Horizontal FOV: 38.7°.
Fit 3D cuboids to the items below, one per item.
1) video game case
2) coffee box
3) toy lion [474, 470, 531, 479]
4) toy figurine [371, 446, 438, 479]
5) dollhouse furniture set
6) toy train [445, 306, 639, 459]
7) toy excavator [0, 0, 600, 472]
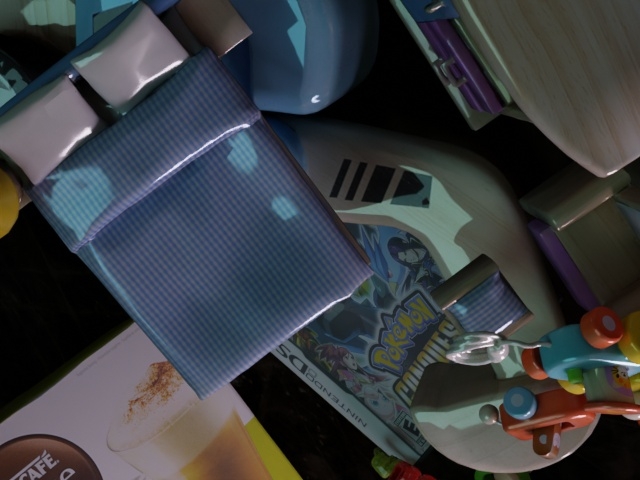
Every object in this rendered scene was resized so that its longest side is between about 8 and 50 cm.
[{"bbox_3d":[0.040,0.056,0.795,0.248,0.035,0.275,40,139,13],"label":"video game case"},{"bbox_3d":[-0.267,0.328,1.050,0.334,0.337,0.338,54,140,-4],"label":"coffee box"},{"bbox_3d":[0.173,0.238,0.819,0.100,0.034,0.096,54,148,-4],"label":"toy lion"},{"bbox_3d":[0.087,0.305,0.666,0.191,0.217,0.362,33,170,-6],"label":"toy figurine"},{"bbox_3d":[0.000,0.000,0.438,0.286,0.303,0.198,54,-176,-13],"label":"dollhouse furniture set"},{"bbox_3d":[0.135,0.087,0.492,0.125,0.046,0.166,-16,152,19],"label":"toy train"},{"bbox_3d":[-0.019,-0.075,0.610,0.445,0.222,0.433,8,108,15],"label":"toy excavator"}]
